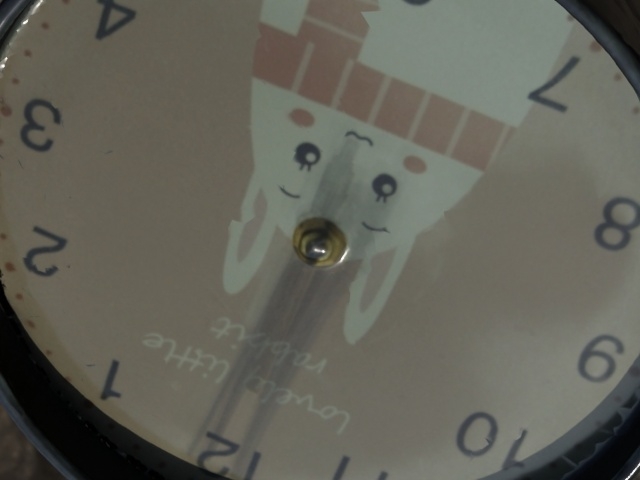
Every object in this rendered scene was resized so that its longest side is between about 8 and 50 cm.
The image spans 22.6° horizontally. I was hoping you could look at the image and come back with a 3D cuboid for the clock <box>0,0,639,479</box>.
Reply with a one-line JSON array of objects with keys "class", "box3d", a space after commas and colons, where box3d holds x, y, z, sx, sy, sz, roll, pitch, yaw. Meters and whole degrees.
[{"class": "clock", "box3d": [0.000, 0.000, 0.770, 0.386, 0.076, 0.386, 5, 117, 11]}]
